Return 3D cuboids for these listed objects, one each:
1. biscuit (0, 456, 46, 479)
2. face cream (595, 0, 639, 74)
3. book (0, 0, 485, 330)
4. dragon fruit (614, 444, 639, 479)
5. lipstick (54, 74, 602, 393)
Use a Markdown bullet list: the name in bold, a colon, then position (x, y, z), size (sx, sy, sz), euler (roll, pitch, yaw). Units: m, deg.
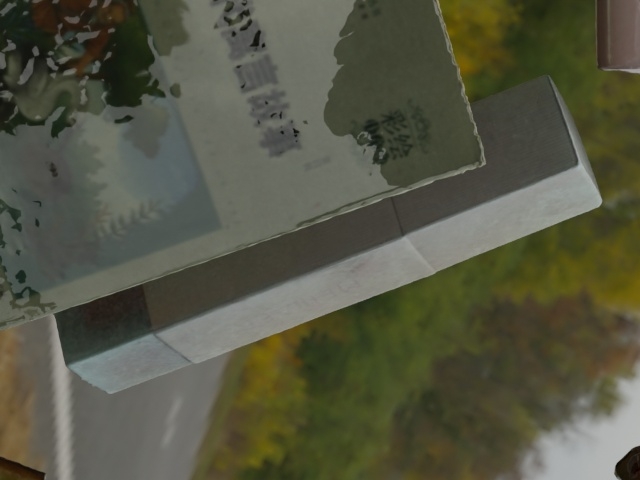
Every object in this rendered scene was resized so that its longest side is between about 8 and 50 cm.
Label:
- **biscuit**: position (-0.268, 0.195, 1.051), size (0.016, 0.139, 0.231), euler (92, 22, -45)
- **face cream**: position (0.146, -0.165, 0.755), size (0.057, 0.084, 0.198), euler (3, -85, 50)
- **book**: position (-0.083, -0.085, 0.892), size (0.025, 0.283, 0.215), euler (-115, -176, -67)
- **dragon fruit**: position (0.242, 0.123, 0.673), size (0.237, 0.302, 0.231), euler (-27, -141, 22)
- **lipstick**: position (0.000, 0.000, 1.261), size (0.076, 0.371, 0.079), euler (46, 25, -61)
